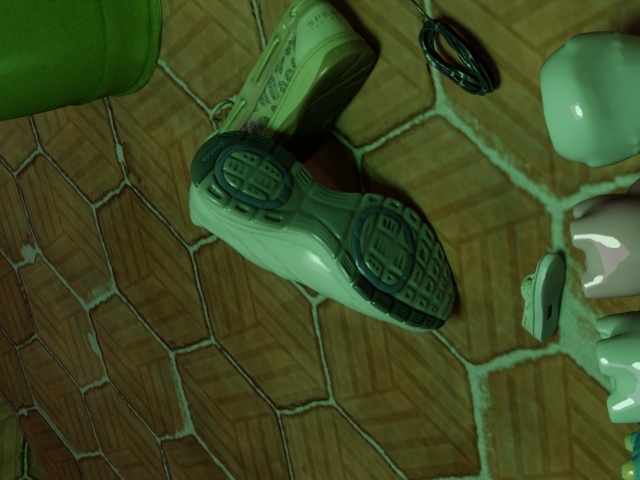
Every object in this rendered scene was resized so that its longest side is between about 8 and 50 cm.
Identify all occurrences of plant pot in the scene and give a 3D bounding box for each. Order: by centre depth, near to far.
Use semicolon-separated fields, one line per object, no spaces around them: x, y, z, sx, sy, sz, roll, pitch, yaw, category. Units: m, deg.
-0.439;-0.284;1.406;0.366;0.353;0.366;34;139;36;plant pot

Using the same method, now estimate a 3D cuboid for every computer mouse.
0.079;-0.228;1.029;0.242;0.041;0.071;54;157;-2;computer mouse

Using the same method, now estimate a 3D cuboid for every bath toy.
0.257;0.010;0.878;0.129;0.151;0.348;-11;105;18;bath toy

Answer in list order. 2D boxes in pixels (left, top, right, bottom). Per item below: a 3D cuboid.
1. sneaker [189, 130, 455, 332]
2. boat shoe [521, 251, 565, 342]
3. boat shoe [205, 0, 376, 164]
0.000;0.000;1.194;0.297;0.111;0.129;33;154;-4;sneaker
0.196;0.047;1.077;0.035;0.035;0.100;32;145;34;boat shoe
-0.042;-0.137;1.214;0.089;0.105;0.285;58;138;13;boat shoe
